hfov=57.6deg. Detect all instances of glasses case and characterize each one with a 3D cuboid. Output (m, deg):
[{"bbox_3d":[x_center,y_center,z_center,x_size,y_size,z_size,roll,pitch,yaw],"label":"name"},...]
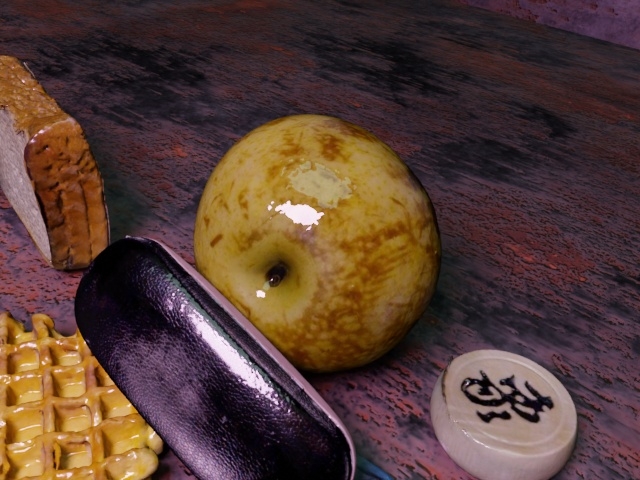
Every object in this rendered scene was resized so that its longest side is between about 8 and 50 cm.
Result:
[{"bbox_3d":[-0.103,0.123,0.520,0.314,0.122,0.075,42,13,16],"label":"glasses case"}]

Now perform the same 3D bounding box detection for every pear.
[{"bbox_3d":[0.000,0.000,0.636,0.283,0.284,0.284,4,36,-3],"label":"pear"}]

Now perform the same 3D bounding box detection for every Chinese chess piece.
[{"bbox_3d":[0.183,0.174,0.587,0.144,0.058,0.144,3,36,-2],"label":"Chinese chess piece"}]

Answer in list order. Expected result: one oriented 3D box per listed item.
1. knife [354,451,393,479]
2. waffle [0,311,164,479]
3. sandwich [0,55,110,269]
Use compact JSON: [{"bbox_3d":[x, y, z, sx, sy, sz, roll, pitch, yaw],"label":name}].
[{"bbox_3d":[0.098,0.256,0.491,0.296,0.026,0.044,30,31,31],"label":"knife"},{"bbox_3d":[-0.277,0.176,0.523,0.283,0.065,0.309,18,34,14],"label":"waffle"},{"bbox_3d":[-0.356,-0.097,0.749,0.087,0.226,0.251,-19,43,-33],"label":"sandwich"}]
